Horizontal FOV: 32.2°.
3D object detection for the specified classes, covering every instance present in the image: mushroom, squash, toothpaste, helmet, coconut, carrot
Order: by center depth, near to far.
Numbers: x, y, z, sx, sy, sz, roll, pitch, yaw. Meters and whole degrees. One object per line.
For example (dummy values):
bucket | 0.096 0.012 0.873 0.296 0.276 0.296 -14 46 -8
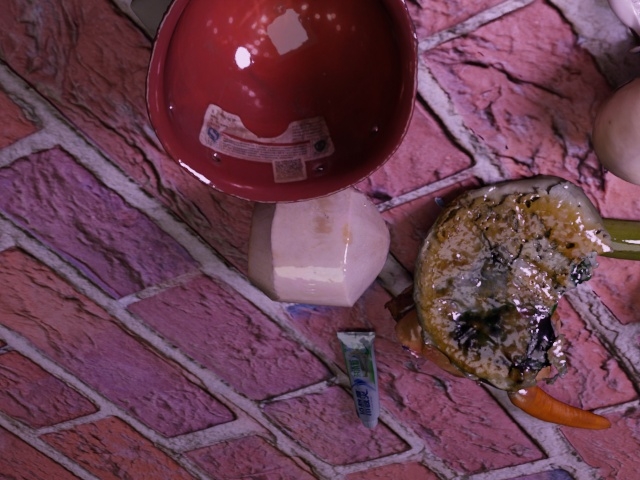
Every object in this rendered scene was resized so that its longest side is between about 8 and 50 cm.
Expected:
helmet | -0.051 -0.259 1.448 0.337 0.230 0.385 3 127 -5
mushroom | 0.484 -0.180 1.503 0.246 0.202 0.246 -15 179 0
coconut | 0.000 0.001 1.762 0.241 0.241 0.241 4 140 3
squash | 0.493 -0.002 1.795 0.252 0.066 0.066 6 140 3
toothpaste | 0.085 0.276 2.200 0.075 0.048 0.297 -1 136 9
carrot | 0.466 0.337 2.209 0.271 0.066 0.062 29 179 -27

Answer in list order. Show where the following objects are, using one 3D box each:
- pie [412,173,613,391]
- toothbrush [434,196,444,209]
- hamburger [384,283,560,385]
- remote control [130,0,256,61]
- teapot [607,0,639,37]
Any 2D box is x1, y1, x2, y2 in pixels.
pie | 0.298 0.060 1.785 0.296 0.078 0.371 22 110 10
toothbrush | 0.224 -0.031 1.843 0.013 0.011 0.131 0 145 41
hamburger | 0.287 0.148 1.933 0.245 0.155 0.282 -29 121 29
remote control | -0.150 -0.264 1.602 0.123 0.038 0.285 -16 135 25
teapot | 0.430 -0.339 1.388 0.145 0.092 0.226 -3 130 9
